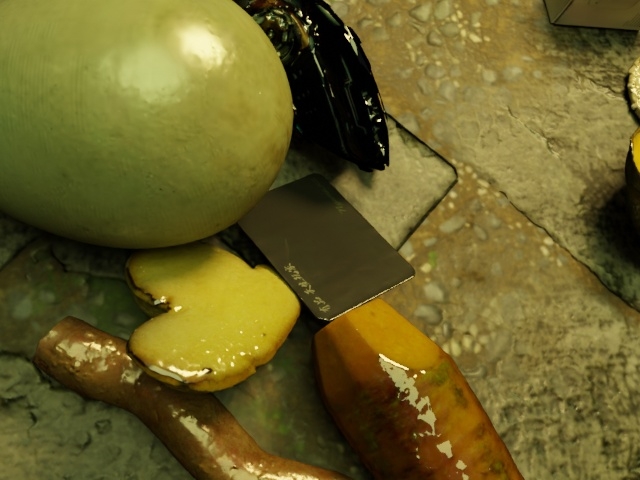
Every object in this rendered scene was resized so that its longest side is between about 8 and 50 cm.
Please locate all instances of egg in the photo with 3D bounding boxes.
[{"bbox_3d":[-0.170,-0.103,0.559,0.296,0.218,0.218,3,67,-1],"label":"egg"}]

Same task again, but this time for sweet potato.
[{"bbox_3d":[-0.096,0.154,0.557,0.281,0.059,0.067,35,46,1],"label":"sweet potato"}]

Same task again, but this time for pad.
[{"bbox_3d":[0.000,0.000,0.640,0.112,0.003,0.157,-25,57,-29],"label":"pad"}]

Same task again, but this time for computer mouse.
[{"bbox_3d":[-0.001,-0.171,0.674,0.241,0.078,0.146,54,39,-4],"label":"computer mouse"}]

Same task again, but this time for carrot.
[{"bbox_3d":[0.102,0.189,0.565,0.114,0.114,0.301,-29,79,-23],"label":"carrot"}]

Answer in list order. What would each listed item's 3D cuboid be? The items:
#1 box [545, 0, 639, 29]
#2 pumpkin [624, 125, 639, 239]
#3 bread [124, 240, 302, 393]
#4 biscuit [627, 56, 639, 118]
[{"bbox_3d":[0.357,-0.310,0.819,0.129,0.130,0.051,0,68,-14],"label":"box"},{"bbox_3d":[0.434,-0.033,0.753,0.279,0.111,0.163,14,50,-6],"label":"pumpkin"},{"bbox_3d":[-0.103,0.064,0.568,0.149,0.065,0.187,29,31,6],"label":"bread"},{"bbox_3d":[0.441,-0.172,0.845,0.152,0.020,0.152,4,68,-11],"label":"biscuit"}]
